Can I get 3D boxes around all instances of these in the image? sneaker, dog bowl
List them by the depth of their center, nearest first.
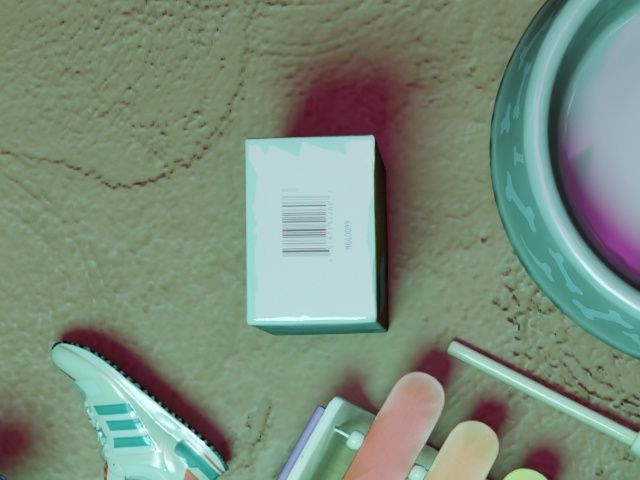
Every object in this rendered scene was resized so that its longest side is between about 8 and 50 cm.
[{"bbox_3d":[0.299,-0.074,1.362,0.349,0.102,0.348,0,84,4],"label":"dog bowl"},{"bbox_3d":[-0.150,0.143,1.392,0.161,0.057,0.075,39,83,3],"label":"sneaker"}]

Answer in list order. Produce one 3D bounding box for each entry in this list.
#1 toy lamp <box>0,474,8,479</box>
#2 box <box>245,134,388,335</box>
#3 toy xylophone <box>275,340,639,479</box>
[{"bbox_3d":[-0.339,0.209,1.338,0.275,0.080,0.080,-13,84,24],"label":"toy lamp"},{"bbox_3d":[0.000,0.000,1.338,0.091,0.170,0.130,-2,85,5],"label":"box"},{"bbox_3d":[0.125,0.208,1.358,0.323,0.081,0.236,21,86,5],"label":"toy xylophone"}]
